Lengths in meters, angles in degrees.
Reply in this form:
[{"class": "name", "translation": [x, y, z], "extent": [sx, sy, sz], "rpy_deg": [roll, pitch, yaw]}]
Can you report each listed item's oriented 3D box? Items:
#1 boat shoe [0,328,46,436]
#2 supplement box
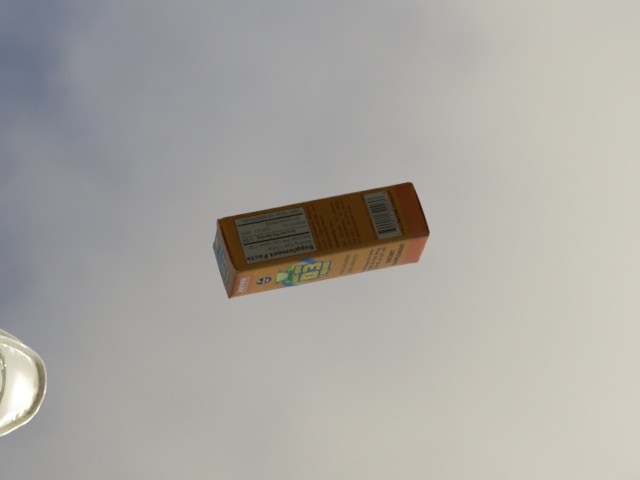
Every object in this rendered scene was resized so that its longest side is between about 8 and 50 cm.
[{"class": "boat shoe", "translation": [-0.243, 0.095, 0.913], "extent": [0.277, 0.096, 0.098], "rpy_deg": [10, -100, -68]}, {"class": "supplement box", "translation": [0.000, 0.000, 1.627], "extent": [0.233, 0.078, 0.080], "rpy_deg": [-9, -116, -13]}]
